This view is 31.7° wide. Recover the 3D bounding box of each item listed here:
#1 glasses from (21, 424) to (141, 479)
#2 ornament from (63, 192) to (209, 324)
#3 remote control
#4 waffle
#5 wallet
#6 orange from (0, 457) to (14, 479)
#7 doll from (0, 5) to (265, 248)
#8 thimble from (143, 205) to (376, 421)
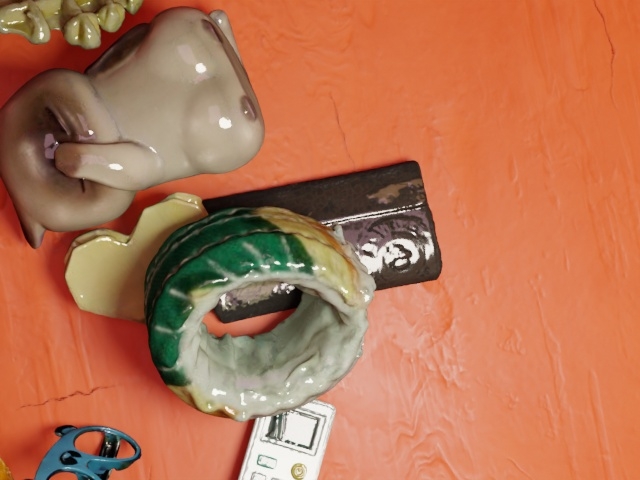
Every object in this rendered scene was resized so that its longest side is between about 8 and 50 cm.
[{"bbox_3d":[-0.274,0.343,1.392,0.102,0.239,0.207,-13,108,10],"label":"glasses"},{"bbox_3d":[-0.219,0.046,1.474,0.201,0.059,0.180,-25,111,0],"label":"ornament"},{"bbox_3d":[-0.068,0.347,1.493,0.103,0.051,0.293,18,79,-8],"label":"remote control"},{"bbox_3d":[-0.348,-0.363,1.418,0.292,0.056,0.309,21,50,0],"label":"waffle"},{"bbox_3d":[0.000,0.000,1.532,0.321,0.044,0.170,-11,90,-10],"label":"wallet"},{"bbox_3d":[-0.488,0.353,1.281,0.293,0.340,0.340,-30,91,-9],"label":"orange"},{"bbox_3d":[-0.236,-0.148,1.414,0.370,0.226,0.215,-28,102,-11],"label":"doll"},{"bbox_3d":[-0.076,0.086,1.411,0.288,0.167,0.254,-21,118,-6],"label":"thimble"}]
